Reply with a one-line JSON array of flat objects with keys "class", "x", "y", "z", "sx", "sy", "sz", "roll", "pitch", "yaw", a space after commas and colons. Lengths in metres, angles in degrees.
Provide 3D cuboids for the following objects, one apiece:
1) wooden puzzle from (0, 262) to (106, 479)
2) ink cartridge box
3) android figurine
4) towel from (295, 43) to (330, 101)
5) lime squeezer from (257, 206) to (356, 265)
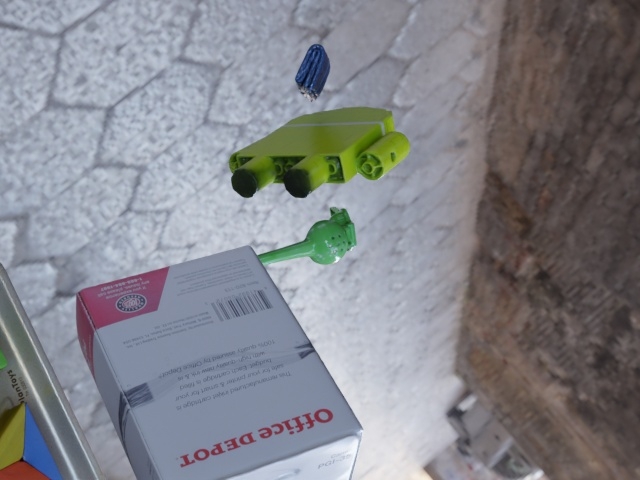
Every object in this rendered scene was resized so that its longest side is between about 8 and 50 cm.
[{"class": "wooden puzzle", "x": -0.413, "y": 0.202, "z": 1.055, "sx": 0.348, "sy": 0.322, "sz": 0.080, "roll": -25, "pitch": 178, "yaw": -41}, {"class": "ink cartridge box", "x": -0.113, "y": 0.157, "z": 1.092, "sx": 0.207, "sy": 0.283, "sz": 0.117, "roll": -15, "pitch": 138, "yaw": -23}, {"class": "android figurine", "x": 0.000, "y": -0.125, "z": 1.441, "sx": 0.248, "sy": 0.056, "sz": 0.273, "roll": 1, "pitch": -157, "yaw": 30}, {"class": "towel", "x": -0.007, "y": -0.235, "z": 1.472, "sx": 0.119, "sy": 0.029, "sz": 0.067, "roll": 18, "pitch": 95, "yaw": -85}, {"class": "lime squeezer", "x": 0.000, "y": 0.000, "z": 1.344, "sx": 0.110, "sy": 0.058, "sz": 0.310, "roll": -21, "pitch": -174, "yaw": 30}]
